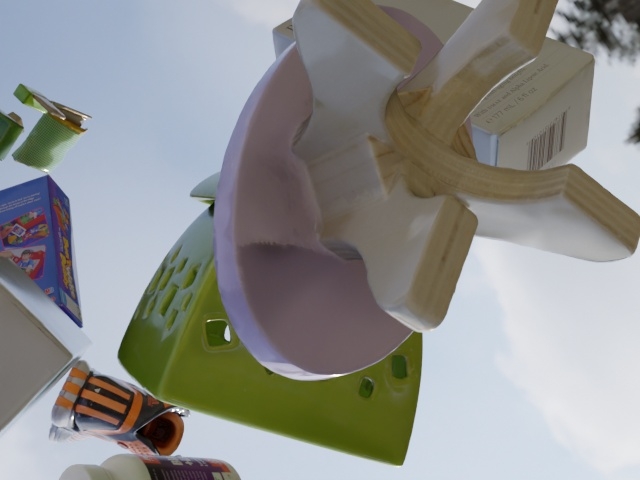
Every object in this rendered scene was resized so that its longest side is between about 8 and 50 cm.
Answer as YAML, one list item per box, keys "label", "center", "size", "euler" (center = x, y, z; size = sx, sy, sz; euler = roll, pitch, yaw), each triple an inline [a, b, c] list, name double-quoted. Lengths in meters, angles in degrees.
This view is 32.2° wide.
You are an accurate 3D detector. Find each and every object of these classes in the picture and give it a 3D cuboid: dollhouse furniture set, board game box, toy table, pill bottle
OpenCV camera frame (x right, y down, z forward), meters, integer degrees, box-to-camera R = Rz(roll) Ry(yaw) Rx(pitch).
- label: "dollhouse furniture set"
  center: [-0.270, -0.098, 1.068]
  size: [0.058, 0.076, 0.151]
  euler: [39, -172, 25]
- label: "board game box"
  center: [-0.537, 0.064, 1.649]
  size: [0.078, 0.347, 0.233]
  euler: [63, -169, -58]
- label: "toy table"
  center: [0.054, -0.053, 0.678]
  size: [0.252, 0.161, 0.274]
  euler: [23, -115, -27]
- label: "pill bottle"
  center: [-0.184, 0.285, 1.196]
  size: [0.193, 0.108, 0.108]
  euler: [14, -132, -43]

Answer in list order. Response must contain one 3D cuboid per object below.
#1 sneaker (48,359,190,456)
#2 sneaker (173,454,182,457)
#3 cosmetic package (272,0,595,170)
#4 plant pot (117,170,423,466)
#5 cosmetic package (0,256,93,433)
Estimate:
- label: "sneaker"
  center: [-0.291, 0.267, 1.613]
  size: [0.180, 0.125, 0.321]
  euler: [25, 167, -5]
- label: "sneaker"
  center: [-0.189, 0.355, 1.396]
  size: [0.058, 0.084, 0.152]
  euler: [165, 86, -81]
- label: "cosmetic package"
  center: [0.143, -0.202, 1.476]
  size: [0.385, 0.156, 0.217]
  euler: [30, -126, 32]
- label: "plant pot"
  center: [-0.031, 0.055, 0.985]
  size: [0.227, 0.207, 0.228]
  euler: [20, 177, -19]
- label: "cosmetic package"
  center: [-0.351, 0.123, 1.098]
  size: [0.155, 0.197, 0.365]
  euler: [45, 173, -3]
